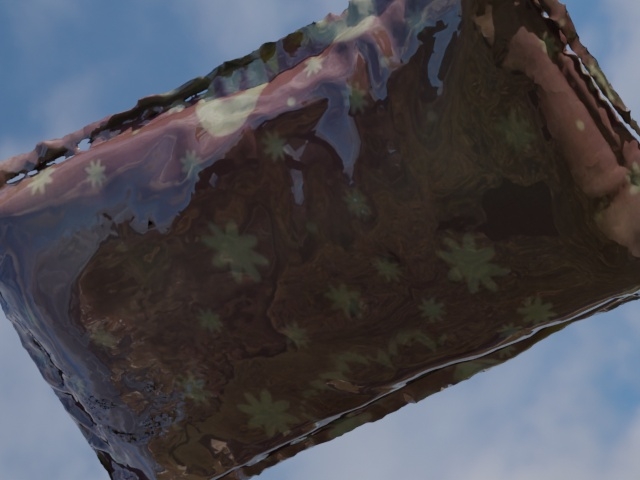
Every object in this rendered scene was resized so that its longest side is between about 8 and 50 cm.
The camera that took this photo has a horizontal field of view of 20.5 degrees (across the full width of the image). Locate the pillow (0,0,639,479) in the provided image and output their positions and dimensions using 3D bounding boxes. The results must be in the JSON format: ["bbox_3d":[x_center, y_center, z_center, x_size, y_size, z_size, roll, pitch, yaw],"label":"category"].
[{"bbox_3d":[0.000,0.000,0.449,0.118,0.185,0.043,59,-165,-12],"label":"pillow"}]
